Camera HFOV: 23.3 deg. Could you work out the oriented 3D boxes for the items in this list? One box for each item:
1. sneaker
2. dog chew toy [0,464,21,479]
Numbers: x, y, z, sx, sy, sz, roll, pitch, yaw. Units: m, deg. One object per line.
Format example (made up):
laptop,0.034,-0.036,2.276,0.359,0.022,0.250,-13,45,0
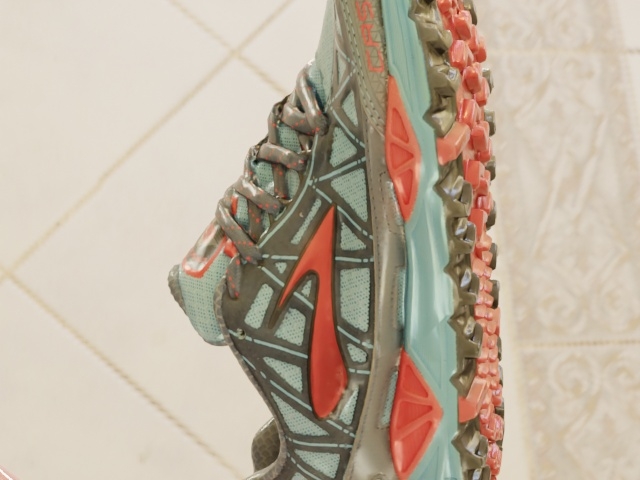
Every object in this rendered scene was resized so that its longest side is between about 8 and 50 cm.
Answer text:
sneaker,0.000,0.000,0.567,0.125,0.104,0.262,-1,106,11
dog chew toy,-0.197,0.219,0.488,0.206,0.206,0.332,25,98,0
